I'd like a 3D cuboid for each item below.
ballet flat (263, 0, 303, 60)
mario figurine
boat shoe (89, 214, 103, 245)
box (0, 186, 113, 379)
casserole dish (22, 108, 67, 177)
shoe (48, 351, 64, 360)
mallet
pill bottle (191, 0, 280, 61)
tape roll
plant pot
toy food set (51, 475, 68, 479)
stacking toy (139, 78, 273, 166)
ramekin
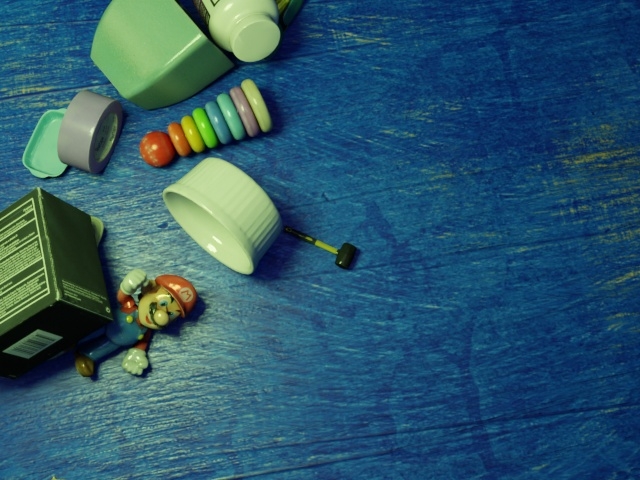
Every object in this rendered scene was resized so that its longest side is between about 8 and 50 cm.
[{"bbox_3d":[-0.123,-0.574,1.980,0.077,0.077,0.231,19,72,23],"label":"ballet flat"},{"bbox_3d":[-0.427,0.191,1.708,0.321,0.198,0.170,-30,65,-6],"label":"mario figurine"},{"bbox_3d":[-0.601,0.045,1.800,0.079,0.084,0.233,18,80,40],"label":"boat shoe"},{"bbox_3d":[-0.640,0.097,1.637,0.296,0.183,0.294,-30,60,14],"label":"box"},{"bbox_3d":[-0.663,-0.239,1.874,0.114,0.037,0.188,19,77,2],"label":"casserole dish"},{"bbox_3d":[-0.657,0.249,1.743,0.219,0.058,0.076,-29,80,-10],"label":"shoe"},{"bbox_3d":[0.000,0.000,1.860,0.190,0.039,0.062,31,76,8],"label":"mallet"},{"bbox_3d":[-0.220,-0.599,1.876,0.182,0.181,0.323,-24,61,-9],"label":"pill bottle"},{"bbox_3d":[-0.553,-0.261,1.809,0.080,0.189,0.189,20,76,2],"label":"tape roll"},{"bbox_3d":[-0.409,-0.466,1.848,0.252,0.247,0.248,-41,82,5],"label":"plant pot"},{"bbox_3d":[-0.562,0.587,1.686,0.122,0.019,0.077,20,76,1],"label":"toy food set"},{"bbox_3d":[-0.291,-0.273,1.865,0.330,0.141,0.141,-26,79,-4],"label":"stacking toy"},{"bbox_3d":[-0.219,-0.063,1.744,0.277,0.277,0.135,38,70,6],"label":"ramekin"}]
